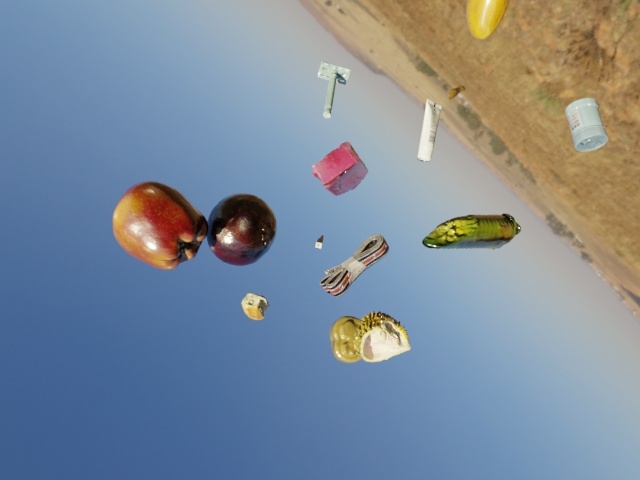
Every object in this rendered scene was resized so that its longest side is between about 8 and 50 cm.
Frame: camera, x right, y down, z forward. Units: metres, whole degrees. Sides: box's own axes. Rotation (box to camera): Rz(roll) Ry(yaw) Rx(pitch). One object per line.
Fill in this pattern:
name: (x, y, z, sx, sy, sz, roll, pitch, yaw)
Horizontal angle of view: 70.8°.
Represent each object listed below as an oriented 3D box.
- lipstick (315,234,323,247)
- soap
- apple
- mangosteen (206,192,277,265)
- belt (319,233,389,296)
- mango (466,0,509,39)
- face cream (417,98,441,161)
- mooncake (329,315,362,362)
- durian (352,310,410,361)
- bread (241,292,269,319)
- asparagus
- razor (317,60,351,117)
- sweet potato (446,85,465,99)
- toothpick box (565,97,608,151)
lipstick: (0.001, 0.000, 2.325, 0.030, 0.030, 0.129, 12, -157, 5)
soap: (0.080, -0.246, 1.586, 0.099, 0.162, 0.250, 50, -170, 11)
apple: (-0.561, -0.057, 1.567, 0.317, 0.288, 0.288, 35, -162, 14)
mangosteen: (-0.323, -0.051, 1.788, 0.293, 0.296, 0.297, 31, -165, 19)
belt: (0.160, 0.112, 2.042, 0.094, 0.360, 0.126, 51, 179, -33)
mango: (0.337, -0.473, 0.919, 0.080, 0.114, 0.061, 14, -150, 38)
face cream: (0.447, -0.449, 1.852, 0.092, 0.243, 0.058, 12, 178, -37)
mooncake: (0.166, 0.506, 2.312, 0.235, 0.235, 0.117, 45, 158, 5)
durian: (0.204, 0.342, 1.648, 0.250, 0.183, 0.137, 33, -157, -45)
bread: (-0.239, 0.240, 1.648, 0.076, 0.083, 0.070, -61, -38, -29)
asparagus: (0.475, -0.028, 1.401, 0.382, 0.128, 0.108, -1, -117, -37)
razor: (0.037, -0.494, 1.496, 0.106, 0.068, 0.231, 12, -124, -9)
sweet potato: (0.387, -0.426, 1.287, 0.026, 0.026, 0.115, 46, -129, 8)
toothpick box: (0.913, -0.396, 1.548, 0.101, 0.101, 0.153, 23, -123, -44)
